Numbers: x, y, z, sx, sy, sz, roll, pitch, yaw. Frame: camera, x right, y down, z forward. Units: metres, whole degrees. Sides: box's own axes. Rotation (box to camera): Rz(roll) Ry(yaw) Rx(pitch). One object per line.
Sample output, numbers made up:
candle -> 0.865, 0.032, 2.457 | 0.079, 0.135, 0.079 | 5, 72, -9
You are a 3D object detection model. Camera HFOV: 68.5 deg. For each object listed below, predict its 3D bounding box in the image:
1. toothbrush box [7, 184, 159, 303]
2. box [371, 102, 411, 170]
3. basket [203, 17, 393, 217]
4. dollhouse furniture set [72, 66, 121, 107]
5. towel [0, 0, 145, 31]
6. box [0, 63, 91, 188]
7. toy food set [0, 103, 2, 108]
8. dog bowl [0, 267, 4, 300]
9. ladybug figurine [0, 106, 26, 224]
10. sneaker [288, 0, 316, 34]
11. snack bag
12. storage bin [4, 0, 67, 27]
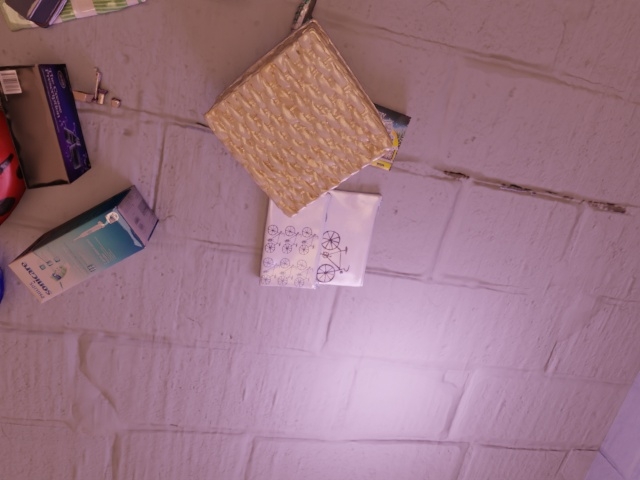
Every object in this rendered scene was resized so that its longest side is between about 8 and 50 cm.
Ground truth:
toothbrush box -> -0.588, 0.001, 1.200 | 0.295, 0.216, 0.126 | -27, 113, 0
box -> 0.115, -0.305, 1.302 | 0.232, 0.044, 0.159 | 16, 107, -16
basket -> -0.046, -0.282, 1.117 | 0.328, 0.266, 0.331 | -33, 113, 15
dollhouse furniture set -> -0.533, -0.369, 1.124 | 0.090, 0.114, 0.081 | 13, 104, -12
towel -> -0.583, -0.632, 1.054 | 0.324, 0.038, 0.248 | -13, 113, -5
box -> -0.641, -0.273, 1.102 | 0.103, 0.184, 0.262 | -8, 112, -10
toy food set -> -0.761, -0.331, 1.146 | 0.082, 0.020, 0.083 | 20, 106, -17
dog bowl -> -0.967, 0.125, 1.196 | 0.264, 0.104, 0.265 | -2, 96, -23
ladybug figurine -> -0.825, -0.114, 1.043 | 0.449, 0.161, 0.305 | -54, 151, -9
sneaker -> -0.036, -0.527, 1.186 | 0.076, 0.065, 0.167 | 13, 116, -23
snack bag -> 0.000, 0.000, 1.404 | 0.342, 0.037, 0.324 | 6, 109, -13
storage bin -> -0.620, -0.543, 1.019 | 0.098, 0.091, 0.135 | 37, 102, -21
